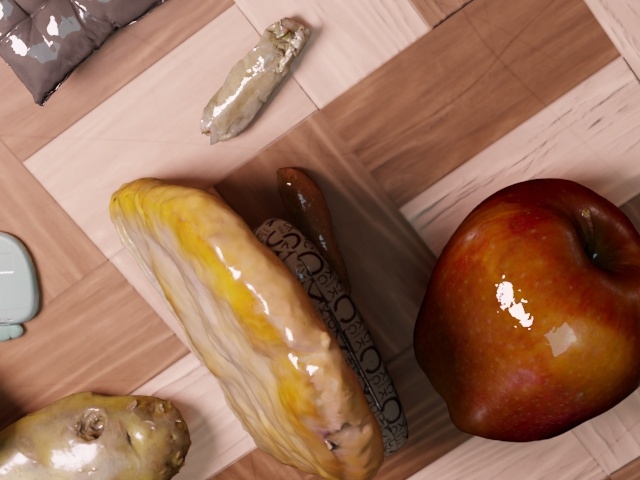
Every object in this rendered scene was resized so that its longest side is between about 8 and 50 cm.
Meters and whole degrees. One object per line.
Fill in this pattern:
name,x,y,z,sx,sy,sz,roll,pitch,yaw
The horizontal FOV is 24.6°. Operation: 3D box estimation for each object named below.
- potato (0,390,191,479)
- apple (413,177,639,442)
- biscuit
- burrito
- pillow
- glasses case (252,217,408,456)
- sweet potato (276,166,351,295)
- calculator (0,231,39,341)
potato,-0.309,0.297,1.912,0.296,0.141,0.192,-22,102,4
apple,0.267,0.089,1.769,0.288,0.288,0.317,25,123,-12
biscuit,-0.077,0.101,1.715,0.104,0.446,0.429,-34,100,-17
burrito,-0.083,-0.189,1.755,0.058,0.045,0.188,36,110,-9
pillow,-0.340,-0.341,1.655,0.228,0.101,0.326,-37,112,10
glasses case,0.013,0.125,1.832,0.085,0.137,0.355,-35,120,-14
sweet potato,0.000,0.000,1.841,0.050,0.050,0.214,-21,114,7
calculator,-0.407,0.060,1.867,0.095,0.021,0.153,-3,111,0
